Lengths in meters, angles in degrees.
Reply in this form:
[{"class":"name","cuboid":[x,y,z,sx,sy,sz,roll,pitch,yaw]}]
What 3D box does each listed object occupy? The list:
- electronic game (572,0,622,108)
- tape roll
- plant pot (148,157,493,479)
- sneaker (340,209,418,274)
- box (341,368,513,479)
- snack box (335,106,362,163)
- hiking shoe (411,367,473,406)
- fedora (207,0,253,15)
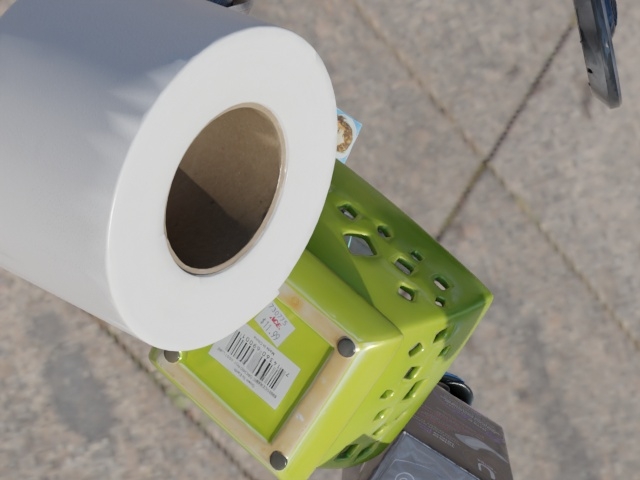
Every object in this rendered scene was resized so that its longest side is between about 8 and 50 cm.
[{"class":"electronic game","cuboid":[0.303,-0.258,1.752,0.229,0.048,0.229,-12,90,-80]},{"class":"tape roll","cuboid":[-0.127,-0.062,1.157,0.246,0.169,0.246,-35,137,-40]},{"class":"plant pot","cuboid":[-0.013,0.083,1.481,0.228,0.227,0.207,40,26,15]},{"class":"sneaker","cuboid":[0.000,0.000,1.748,0.267,0.101,0.106,30,101,-33]},{"class":"box","cuboid":[0.127,0.283,1.925,0.165,0.143,0.270,33,11,-4]},{"class":"snack box","cuboid":[-0.092,-0.059,2.065,0.187,0.060,0.322,31,74,-24]},{"class":"hiking shoe","cuboid":[0.156,0.233,2.228,0.304,0.132,0.113,-2,91,-70]},{"class":"fedora","cuboid":[-0.204,-0.276,1.601,0.275,0.244,0.124,-2,104,-9]}]
